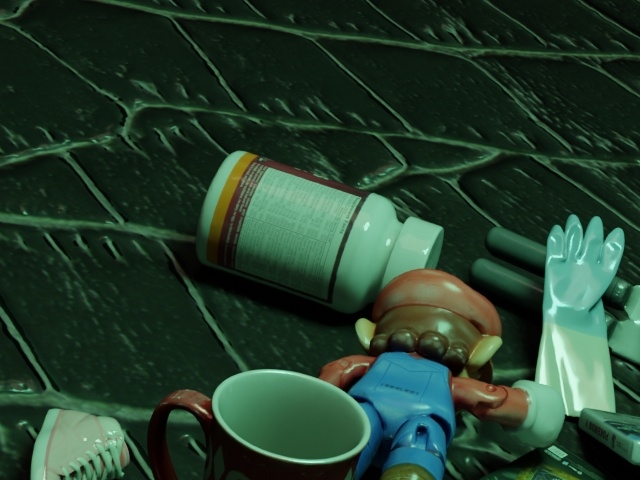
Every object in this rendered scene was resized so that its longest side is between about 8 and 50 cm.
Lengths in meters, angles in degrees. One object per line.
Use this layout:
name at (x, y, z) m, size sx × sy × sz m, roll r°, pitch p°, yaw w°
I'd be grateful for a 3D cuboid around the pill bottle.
pill bottle at (0.000, 0.000, 1.669) m, size 0.221 × 0.121 × 0.121 m, roll 18°, pitch 27°, yaw 10°

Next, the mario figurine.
mario figurine at (0.077, 0.159, 1.425) m, size 0.198 × 0.170 × 0.320 m, roll 41°, pitch 32°, yaw -5°

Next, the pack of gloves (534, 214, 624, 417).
pack of gloves at (0.303, 0.087, 1.661) m, size 0.195 × 0.046 × 0.232 m, roll 13°, pitch 58°, yaw -5°

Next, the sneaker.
sneaker at (-0.184, 0.172, 1.322) m, size 0.070 × 0.051 × 0.134 m, roll 7°, pitch 22°, yaw -1°

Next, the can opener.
can opener at (0.286, 0.072, 1.741) m, size 0.280 × 0.074 × 0.093 m, roll 24°, pitch -6°, yaw 18°

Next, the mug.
mug at (-0.047, 0.184, 1.230) m, size 0.113 × 0.169 × 0.150 m, roll -10°, pitch 34°, yaw -37°

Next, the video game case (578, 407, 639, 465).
video game case at (0.342, 0.186, 1.495) m, size 0.201 × 0.023 × 0.183 m, roll 11°, pitch 2°, yaw -6°

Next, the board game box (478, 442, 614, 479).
board game box at (0.224, 0.238, 1.410) m, size 0.186 × 0.026 × 0.126 m, roll 32°, pitch 33°, yaw 33°
